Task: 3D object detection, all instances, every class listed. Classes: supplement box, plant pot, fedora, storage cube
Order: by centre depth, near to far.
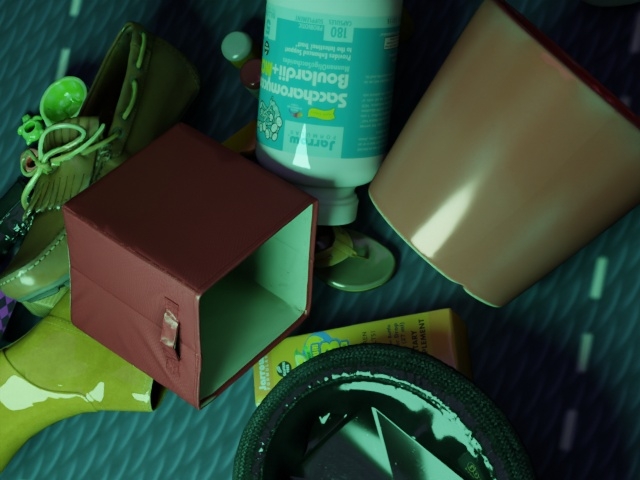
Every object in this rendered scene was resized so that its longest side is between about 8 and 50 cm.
[{"bbox_3d":[0.077,0.273,1.584,0.334,0.152,0.334,-5,74,16],"label":"fedora"},{"bbox_3d":[0.198,-0.082,1.597,0.243,0.275,0.275,-48,66,13],"label":"plant pot"},{"bbox_3d":[-0.136,0.023,1.620,0.193,0.183,0.215,30,50,24],"label":"storage cube"},{"bbox_3d":[0.044,0.137,1.675,0.233,0.080,0.078,-13,69,18],"label":"supplement box"}]

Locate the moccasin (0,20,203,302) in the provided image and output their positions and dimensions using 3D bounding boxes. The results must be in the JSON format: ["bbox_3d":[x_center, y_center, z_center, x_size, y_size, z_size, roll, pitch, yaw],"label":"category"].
[{"bbox_3d":[-0.264,-0.094,1.731,0.139,0.147,0.380,-10,44,50],"label":"moccasin"}]

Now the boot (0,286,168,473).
[{"bbox_3d":[-0.280,0.170,1.710,0.211,0.104,0.295,13,73,25],"label":"boot"}]

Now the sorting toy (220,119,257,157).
[{"bbox_3d":[-0.159,0.008,1.803,0.307,0.041,0.229,-35,63,6],"label":"sorting toy"}]

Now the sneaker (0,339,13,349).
[{"bbox_3d":[-0.414,0.187,1.834,0.073,0.063,0.162,31,83,42],"label":"sneaker"}]

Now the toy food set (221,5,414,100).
[{"bbox_3d":[-0.015,-0.226,1.780,0.232,0.104,0.111,-3,74,18],"label":"toy food set"}]

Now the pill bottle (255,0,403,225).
[{"bbox_3d":[0.006,-0.154,1.652,0.146,0.146,0.264,11,106,21],"label":"pill bottle"}]

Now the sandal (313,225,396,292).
[{"bbox_3d":[0.000,0.000,1.722,0.180,0.049,0.072,30,77,4],"label":"sandal"}]

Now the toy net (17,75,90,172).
[{"bbox_3d":[-0.311,-0.084,1.854,0.122,0.045,0.232,-23,60,12],"label":"toy net"}]

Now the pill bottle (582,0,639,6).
[{"bbox_3d":[0.310,-0.434,1.691,0.176,0.176,0.318,-22,69,12],"label":"pill bottle"}]

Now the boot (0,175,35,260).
[{"bbox_3d":[-0.398,-0.039,1.889,0.099,0.045,0.121,-43,74,6],"label":"boot"}]

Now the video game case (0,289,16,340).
[{"bbox_3d":[-0.470,0.142,1.825,0.210,0.042,0.232,12,78,44],"label":"video game case"}]
